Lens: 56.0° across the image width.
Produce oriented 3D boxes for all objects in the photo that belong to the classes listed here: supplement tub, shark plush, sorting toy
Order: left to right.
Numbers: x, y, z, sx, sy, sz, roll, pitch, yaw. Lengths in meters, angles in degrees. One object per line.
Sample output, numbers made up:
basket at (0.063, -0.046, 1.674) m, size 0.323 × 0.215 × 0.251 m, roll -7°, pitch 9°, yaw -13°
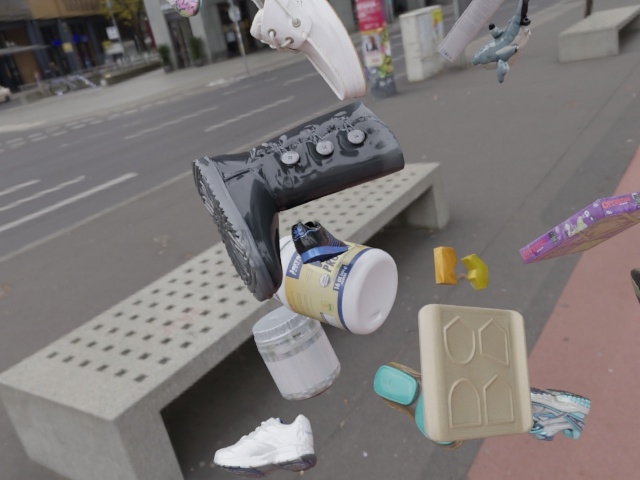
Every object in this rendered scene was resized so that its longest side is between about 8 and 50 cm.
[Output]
supplement tub at (0.024, 0.108, 1.638) m, size 0.316 × 0.229 × 0.228 m, roll 13°, pitch 32°, yaw 36°
sorting toy at (0.255, 0.171, 1.013) m, size 0.228 × 0.308 × 0.041 m, roll 7°, pitch -15°, yaw -31°
shark plush at (0.286, -0.314, 0.943) m, size 0.073 × 0.067 × 0.161 m, roll -55°, pitch -9°, yaw -9°

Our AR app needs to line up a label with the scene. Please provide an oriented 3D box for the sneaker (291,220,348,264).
sneaker at (0.000, 0.000, 1.403) m, size 0.081 × 0.091 × 0.232 m, roll -25°, pitch -8°, yaw 15°

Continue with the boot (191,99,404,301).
boot at (-0.010, -0.104, 1.329) m, size 0.444 × 0.146 × 0.367 m, roll -20°, pitch 67°, yaw -20°

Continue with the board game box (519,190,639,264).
board game box at (0.663, -0.031, 1.466) m, size 0.208 × 0.056 × 0.347 m, roll -15°, pitch -16°, yaw -17°

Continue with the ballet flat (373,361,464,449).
ballet flat at (0.230, 0.331, 1.210) m, size 0.124 × 0.116 × 0.342 m, roll 20°, pitch -6°, yaw -20°

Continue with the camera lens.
camera lens at (-0.075, 0.364, 1.967) m, size 0.219 × 0.275 × 0.219 m, roll -25°, pitch 11°, yaw 5°

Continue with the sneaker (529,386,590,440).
sneaker at (0.515, 0.414, 1.431) m, size 0.282 × 0.122 × 0.110 m, roll 11°, pitch -6°, yaw -13°

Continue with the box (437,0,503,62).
box at (0.393, -0.560, 1.328) m, size 0.232 × 0.058 × 0.322 m, roll -52°, pitch 3°, yaw -15°

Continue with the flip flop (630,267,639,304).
flip flop at (0.729, 0.109, 1.192) m, size 0.080 × 0.112 × 0.277 m, roll -21°, pitch 7°, yaw -13°

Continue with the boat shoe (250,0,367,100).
boat shoe at (-0.046, -0.282, 0.761) m, size 0.096 × 0.277 × 0.098 m, roll -36°, pitch 4°, yaw -7°

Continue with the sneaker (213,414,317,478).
sneaker at (-0.137, 0.522, 1.519) m, size 0.296 × 0.111 × 0.129 m, roll -17°, pitch 51°, yaw 22°

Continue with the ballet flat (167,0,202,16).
ballet flat at (-0.323, -0.568, 1.330) m, size 0.079 × 0.077 × 0.222 m, roll 19°, pitch 35°, yaw -39°
